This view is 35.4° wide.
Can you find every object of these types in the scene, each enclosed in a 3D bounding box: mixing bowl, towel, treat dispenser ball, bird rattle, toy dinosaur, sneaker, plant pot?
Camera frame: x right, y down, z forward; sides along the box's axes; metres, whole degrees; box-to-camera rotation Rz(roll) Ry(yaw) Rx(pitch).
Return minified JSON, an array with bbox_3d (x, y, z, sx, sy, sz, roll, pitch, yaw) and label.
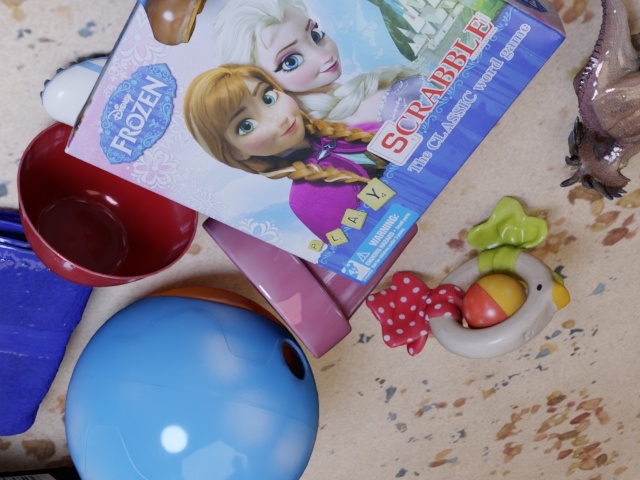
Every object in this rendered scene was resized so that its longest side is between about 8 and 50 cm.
[{"bbox_3d":[-0.224,-0.022,0.999,0.182,0.181,0.098,7,148,-30],"label":"mixing bowl"},{"bbox_3d":[-0.388,0.089,1.098,0.228,0.076,0.308,12,127,-25],"label":"towel"},{"bbox_3d":[-0.145,0.197,1.150,0.288,0.288,0.288,-13,137,-13],"label":"treat dispenser ball"},{"bbox_3d":[0.195,0.067,1.257,0.254,0.207,0.143,-29,120,-9],"label":"bird rattle"},{"bbox_3d":[0.342,-0.156,1.151,0.200,0.127,0.295,-28,133,14],"label":"toy dinosaur"},{"bbox_3d":[-0.152,-0.119,0.980,0.237,0.086,0.085,9,127,-31],"label":"sneaker"},{"bbox_3d":[0.000,0.000,1.107,0.180,0.201,0.201,-40,138,-6],"label":"plant pot"}]

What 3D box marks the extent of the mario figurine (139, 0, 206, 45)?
[{"bbox_3d":[-0.233,-0.229,0.691,0.321,0.170,0.198,15,88,-2],"label":"mario figurine"}]

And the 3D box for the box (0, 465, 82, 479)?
[{"bbox_3d":[-0.398,0.497,1.244,0.294,0.395,0.212,2,176,-26],"label":"box"}]

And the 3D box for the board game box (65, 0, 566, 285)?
[{"bbox_3d":[-0.013,-0.140,0.873,0.318,0.066,0.318,24,124,-18],"label":"board game box"}]
